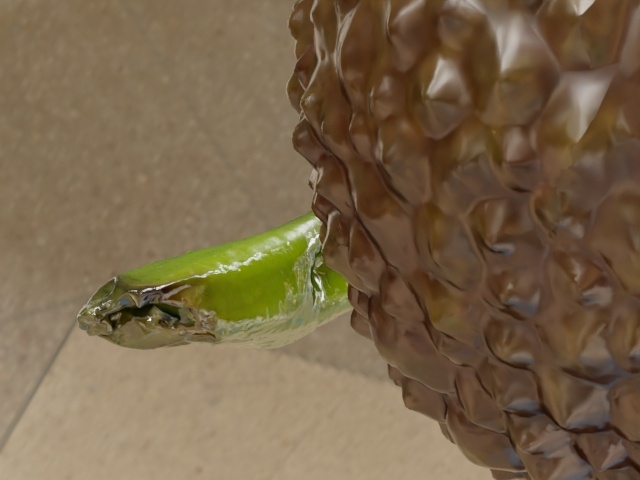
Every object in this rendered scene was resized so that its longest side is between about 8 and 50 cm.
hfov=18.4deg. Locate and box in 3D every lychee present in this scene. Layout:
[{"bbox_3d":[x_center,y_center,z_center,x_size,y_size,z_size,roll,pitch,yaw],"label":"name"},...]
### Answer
[{"bbox_3d":[0.091,-0.040,0.487,0.200,0.238,0.200,7,14,-2],"label":"lychee"}]

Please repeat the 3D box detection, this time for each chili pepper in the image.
[{"bbox_3d":[0.000,0.000,0.628,0.050,0.052,0.201,51,31,3],"label":"chili pepper"}]
